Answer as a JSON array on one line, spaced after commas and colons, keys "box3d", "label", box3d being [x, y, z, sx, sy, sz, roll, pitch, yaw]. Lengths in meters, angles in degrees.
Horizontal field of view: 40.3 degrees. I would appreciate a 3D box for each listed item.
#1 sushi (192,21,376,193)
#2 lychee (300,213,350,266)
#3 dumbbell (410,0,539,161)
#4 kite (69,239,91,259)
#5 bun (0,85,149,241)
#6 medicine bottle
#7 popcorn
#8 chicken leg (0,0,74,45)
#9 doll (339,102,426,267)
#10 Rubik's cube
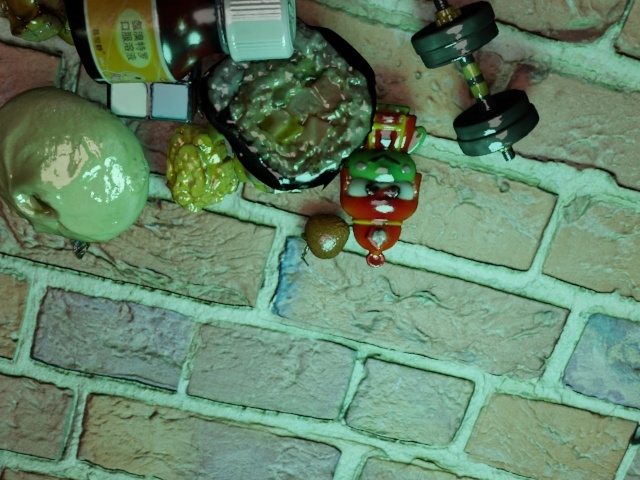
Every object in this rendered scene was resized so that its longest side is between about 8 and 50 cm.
[{"box3d": [-0.066, -0.263, 1.818, 0.328, 0.285, 0.328, 42, 82, -1], "label": "sushi"}, {"box3d": [0.004, -0.001, 2.004, 0.140, 0.101, 0.114, -36, 116, 4], "label": "lychee"}, {"box3d": [0.330, -0.342, 1.853, 0.185, 0.185, 0.388, -26, 108, 7], "label": "dumbbell"}, {"box3d": [-0.574, -0.065, 2.018, 0.189, 0.009, 0.232, -13, 108, 4], "label": "kite"}, {"box3d": [-0.545, -0.131, 1.819, 0.364, 0.202, 0.364, 15, 139, 14], "label": "bun"}, {"box3d": [-0.245, -0.417, 1.592, 0.395, 0.242, 0.242, -6, 109, 7], "label": "medicine bottle"}, {"box3d": [-0.265, -0.154, 1.930, 0.163, 0.140, 0.194, 14, 110, -1], "label": "popcorn"}, {"box3d": [-0.529, -0.457, 1.716, 0.182, 0.295, 0.409, -13, 138, 10], "label": "chicken leg"}, {"box3d": [0.131, -0.121, 1.926, 0.183, 0.160, 0.363, 4, 91, -5], "label": "doll"}, {"box3d": [-0.346, -0.350, 1.835, 0.183, 0.180, 0.167, 2, 110, -4], "label": "Rubik's cube"}]
